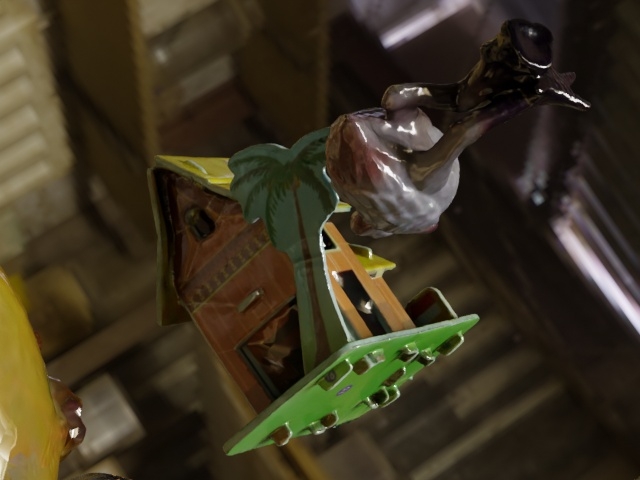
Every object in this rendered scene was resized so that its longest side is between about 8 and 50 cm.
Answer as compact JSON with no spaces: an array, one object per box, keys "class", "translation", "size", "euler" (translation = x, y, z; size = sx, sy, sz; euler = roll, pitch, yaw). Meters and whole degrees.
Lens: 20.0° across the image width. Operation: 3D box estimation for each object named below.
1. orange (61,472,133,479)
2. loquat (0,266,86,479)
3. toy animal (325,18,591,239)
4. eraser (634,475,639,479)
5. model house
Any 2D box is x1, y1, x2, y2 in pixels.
[{"class":"orange","translation":[-0.230,0.352,1.884],"size":[0.234,0.234,0.182],"euler":[52,-40,16]},{"class":"loquat","translation":[-0.323,0.119,1.074],"size":[0.328,0.360,0.328],"euler":[173,-90,-78]},{"class":"toy animal","translation":[0.069,-0.052,1.372],"size":[0.324,0.195,0.090],"euler":[-51,-128,58]},{"class":"eraser","translation":[0.178,0.259,1.211],"size":[0.081,0.279,0.124],"euler":[48,-59,3]},{"class":"model house","translation":[0.000,0.000,1.945],"size":[0.340,0.300,0.323],"euler":[-43,-107,27]}]
